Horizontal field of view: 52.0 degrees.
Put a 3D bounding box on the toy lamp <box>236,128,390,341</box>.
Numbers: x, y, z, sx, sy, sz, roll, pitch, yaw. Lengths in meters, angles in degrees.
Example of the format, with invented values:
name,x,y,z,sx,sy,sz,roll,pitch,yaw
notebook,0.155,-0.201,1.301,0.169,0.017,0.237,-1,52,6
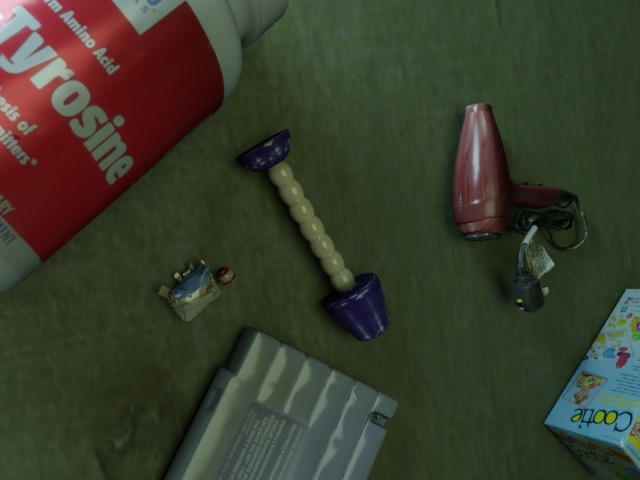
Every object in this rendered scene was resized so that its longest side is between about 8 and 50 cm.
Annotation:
name,x,y,z,sx,sy,sz,roll,pitch,yaw
toy lamp,0.000,0.000,0.799,0.080,0.080,0.274,-37,104,-22

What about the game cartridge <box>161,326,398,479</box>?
name,x,y,z,sx,sy,sz,roll,pitch,yaw
game cartridge,-0.073,0.304,0.764,0.230,0.068,0.354,30,76,-18

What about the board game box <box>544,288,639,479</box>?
name,x,y,z,sx,sy,sz,roll,pitch,yaw
board game box,0.496,0.223,0.994,0.142,0.144,0.275,47,71,-17

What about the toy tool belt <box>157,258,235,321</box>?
name,x,y,z,sx,sy,sz,roll,pitch,yaw
toy tool belt,-0.140,0.048,0.744,0.083,0.052,0.051,-44,114,-21

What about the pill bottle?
name,x,y,z,sx,sy,sz,roll,pitch,yaw
pill bottle,-0.225,-0.164,0.612,0.407,0.229,0.229,-47,107,-20

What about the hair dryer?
name,x,y,z,sx,sy,sz,roll,pitch,yaw
hair dryer,0.273,-0.063,0.953,0.223,0.080,0.293,-46,113,-37
